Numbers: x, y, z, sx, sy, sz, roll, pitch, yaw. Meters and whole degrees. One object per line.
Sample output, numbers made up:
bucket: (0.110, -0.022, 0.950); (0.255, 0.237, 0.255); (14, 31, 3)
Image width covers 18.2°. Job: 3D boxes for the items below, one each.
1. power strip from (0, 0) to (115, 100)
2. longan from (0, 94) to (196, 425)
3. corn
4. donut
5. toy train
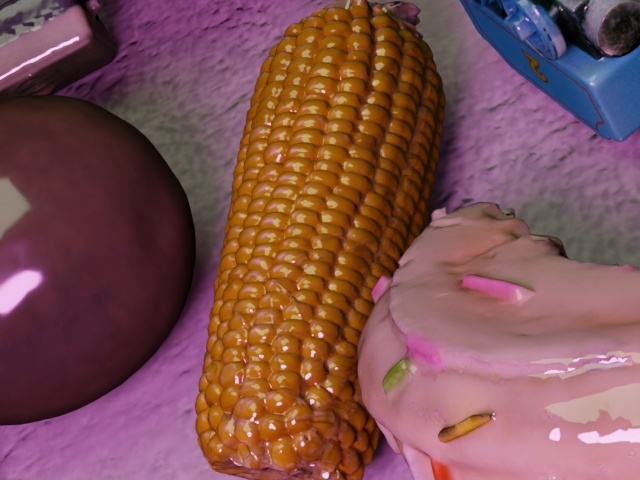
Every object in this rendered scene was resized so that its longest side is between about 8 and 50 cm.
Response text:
power strip: (-0.287, -0.127, 1.619); (0.257, 0.105, 0.070); (-29, 85, 4)
longan: (-0.209, 0.015, 1.386); (0.248, 0.248, 0.248); (-16, 46, 17)
corn: (0.000, 0.000, 1.335); (0.144, 0.144, 0.387); (-5, 53, 26)
donut: (0.196, 0.070, 1.107); (0.371, 0.150, 0.307); (-5, 21, 24)
toy train: (0.168, -0.165, 1.361); (0.112, 0.163, 0.203); (-38, 43, -3)
